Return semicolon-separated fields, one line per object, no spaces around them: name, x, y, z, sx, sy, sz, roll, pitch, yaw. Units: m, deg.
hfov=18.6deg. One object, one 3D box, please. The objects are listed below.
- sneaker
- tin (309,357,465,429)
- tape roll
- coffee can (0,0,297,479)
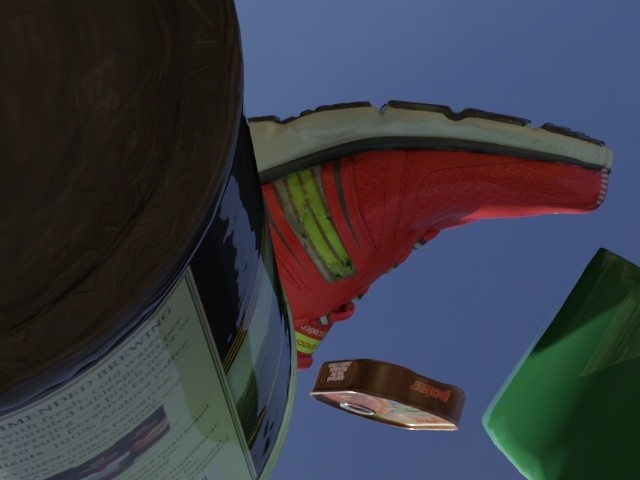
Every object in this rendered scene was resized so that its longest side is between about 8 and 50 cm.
sneaker;0.000;0.000;0.914;0.279;0.118;0.107;-7;179;11
tin;0.060;0.136;1.726;0.040;0.106;0.189;-69;-163;-12
tape roll;0.205;0.123;0.651;0.077;0.321;0.321;-55;-156;2
coffee can;-0.116;0.004;0.664;0.201;0.201;0.275;-29;160;-8
